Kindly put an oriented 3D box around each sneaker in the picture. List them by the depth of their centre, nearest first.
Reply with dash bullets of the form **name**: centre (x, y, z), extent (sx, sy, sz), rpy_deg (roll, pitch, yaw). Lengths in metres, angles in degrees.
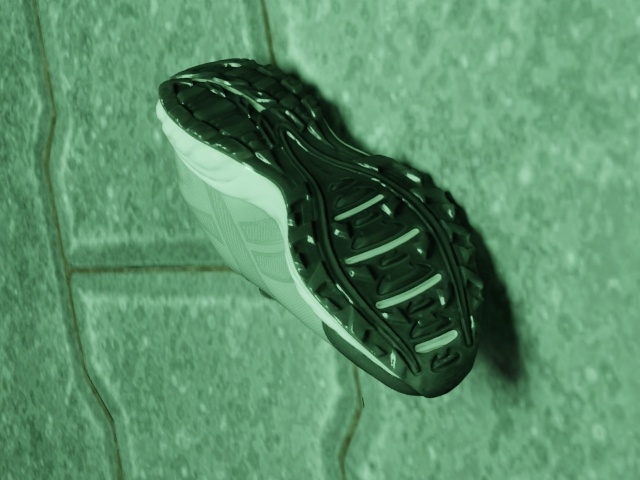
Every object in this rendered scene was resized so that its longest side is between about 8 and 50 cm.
- **sneaker**: centre (0.000, 0.000, 0.873), extent (0.271, 0.100, 0.108), rpy_deg (47, 149, 39)
